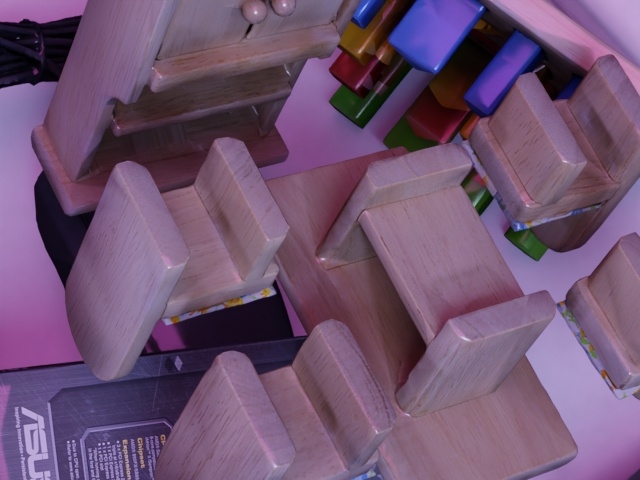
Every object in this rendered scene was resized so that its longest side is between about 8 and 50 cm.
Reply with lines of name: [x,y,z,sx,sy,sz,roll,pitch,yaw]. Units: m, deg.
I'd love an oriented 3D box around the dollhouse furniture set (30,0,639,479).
dollhouse furniture set: [0.000,0.000,0.757,0.212,0.161,0.242,-15,65,-30]

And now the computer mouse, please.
computer mouse: [-0.100,0.001,0.853,0.184,0.060,0.262,-2,65,-36]

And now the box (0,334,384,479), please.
box: [-0.037,0.156,0.785,0.183,0.056,0.231,-6,85,-20]

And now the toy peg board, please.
toy peg board: [0.067,-0.065,0.876,0.161,0.160,0.079,37,90,14]
